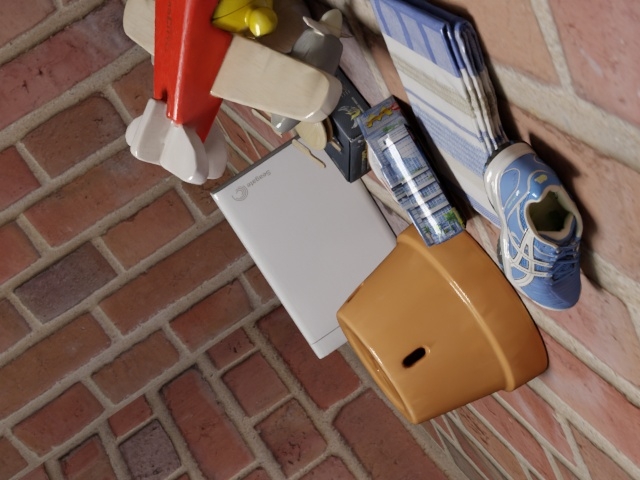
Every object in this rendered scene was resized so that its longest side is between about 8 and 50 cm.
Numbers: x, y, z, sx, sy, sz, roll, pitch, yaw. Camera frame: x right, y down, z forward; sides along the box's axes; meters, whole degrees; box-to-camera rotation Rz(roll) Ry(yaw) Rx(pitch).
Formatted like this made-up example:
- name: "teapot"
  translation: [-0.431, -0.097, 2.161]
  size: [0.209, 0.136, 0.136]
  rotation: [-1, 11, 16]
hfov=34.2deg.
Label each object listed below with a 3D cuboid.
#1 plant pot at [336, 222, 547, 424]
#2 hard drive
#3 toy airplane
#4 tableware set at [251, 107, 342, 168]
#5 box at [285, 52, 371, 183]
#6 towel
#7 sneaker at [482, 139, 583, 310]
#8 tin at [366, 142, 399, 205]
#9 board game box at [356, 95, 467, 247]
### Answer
- name: "plant pot"
  translation: [0.159, 0.130, 1.521]
  size: [0.291, 0.203, 0.291]
  rotation: [55, 173, 10]
- name: "hard drive"
  translation: [0.000, 0.000, 1.825]
  size: [0.353, 0.233, 0.047]
  rotation: [58, 173, -14]
- name: "toy airplane"
  translation: [-0.127, -0.262, 1.399]
  size: [0.384, 0.272, 0.386]
  rotation: [-39, 69, 51]
- name: "tableware set"
  translation: [-0.040, -0.201, 1.533]
  size: [0.194, 0.039, 0.128]
  rotation: [41, 152, 36]
- name: "box"
  translation: [0.000, -0.216, 1.575]
  size: [0.233, 0.059, 0.183]
  rotation: [53, 171, 13]
- name: "towel"
  translation: [0.146, -0.139, 1.125]
  size: [0.285, 0.034, 0.209]
  rotation: [63, 172, -32]
- name: "sneaker"
  translation: [0.224, 0.001, 1.051]
  size: [0.211, 0.080, 0.081]
  rotation: [60, 174, -36]
- name: "tin"
  translation: [0.106, -0.110, 1.474]
  size: [0.106, 0.040, 0.190]
  rotation: [58, 173, 17]
- name: "board game box"
  translation: [0.111, -0.088, 1.302]
  size: [0.194, 0.060, 0.194]
  rotation: [59, -171, 1]
